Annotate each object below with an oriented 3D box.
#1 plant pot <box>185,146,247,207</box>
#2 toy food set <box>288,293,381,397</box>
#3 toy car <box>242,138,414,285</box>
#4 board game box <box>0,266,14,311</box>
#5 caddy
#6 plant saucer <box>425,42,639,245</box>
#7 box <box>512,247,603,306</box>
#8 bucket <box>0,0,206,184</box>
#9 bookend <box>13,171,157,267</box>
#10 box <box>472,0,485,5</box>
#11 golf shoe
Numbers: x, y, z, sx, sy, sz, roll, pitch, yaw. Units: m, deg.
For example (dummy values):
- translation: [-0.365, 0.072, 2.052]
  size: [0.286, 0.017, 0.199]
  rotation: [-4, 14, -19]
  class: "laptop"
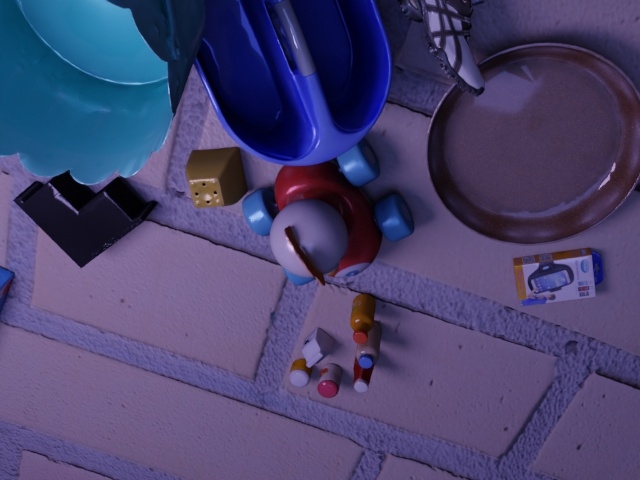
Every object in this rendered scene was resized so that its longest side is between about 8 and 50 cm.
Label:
- translation: [-0.168, -0.091, 1.139]
  size: [0.081, 0.083, 0.081]
  rotation: [-4, 119, 10]
  class: "plant pot"
- translation: [0.033, 0.211, 1.268]
  size: [0.111, 0.104, 0.232]
  rotation: [39, 118, -13]
  class: "toy food set"
- translation: [0.000, 0.000, 1.075]
  size: [0.219, 0.238, 0.210]
  rotation: [-26, 113, 22]
  class: "toy car"
- translation: [-0.768, 0.121, 1.357]
  size: [0.302, 0.086, 0.308]
  rotation: [28, 120, -7]
  class: "board game box"
- translation: [-0.051, -0.264, 0.923]
  size: [0.241, 0.179, 0.341]
  rotation: [-27, 115, -7]
  class: "caddy"
- translation: [0.309, -0.138, 1.056]
  size: [0.310, 0.050, 0.311]
  rotation: [4, 121, 7]
  class: "plant saucer"
- translation: [0.384, 0.059, 1.170]
  size: [0.136, 0.028, 0.081]
  rotation: [-9, 118, 16]
  class: "box"
- translation: [-0.260, -0.217, 0.761]
  size: [0.281, 0.183, 0.281]
  rotation: [7, 136, 7]
  class: "bucket"
- translation: [-0.385, -0.063, 1.197]
  size: [0.156, 0.072, 0.157]
  rotation: [-33, 109, 23]
  class: "bookend"
- translation: [0.175, -0.345, 0.975]
  size: [0.083, 0.018, 0.067]
  rotation: [-8, 118, 14]
  class: "box"
- translation: [0.173, -0.283, 0.948]
  size: [0.094, 0.077, 0.198]
  rotation: [-33, 101, 14]
  class: "golf shoe"
